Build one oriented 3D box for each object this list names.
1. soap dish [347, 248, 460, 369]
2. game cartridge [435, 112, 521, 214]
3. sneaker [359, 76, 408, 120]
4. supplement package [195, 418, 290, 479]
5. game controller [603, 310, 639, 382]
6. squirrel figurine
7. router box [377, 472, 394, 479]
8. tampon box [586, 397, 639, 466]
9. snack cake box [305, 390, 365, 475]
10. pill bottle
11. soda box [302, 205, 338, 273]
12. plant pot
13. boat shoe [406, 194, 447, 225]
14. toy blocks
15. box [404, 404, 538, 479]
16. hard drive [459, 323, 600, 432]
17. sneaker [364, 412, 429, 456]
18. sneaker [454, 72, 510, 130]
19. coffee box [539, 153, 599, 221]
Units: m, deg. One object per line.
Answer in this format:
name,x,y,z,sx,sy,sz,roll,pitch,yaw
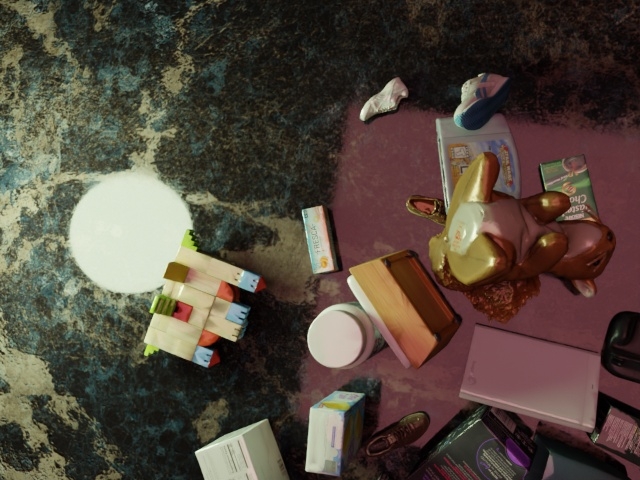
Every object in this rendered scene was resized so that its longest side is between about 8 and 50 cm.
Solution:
soap dish,0.217,0.159,1.610,0.118,0.229,0.291,-39,77,28
game cartridge,0.411,-0.181,1.650,0.198,0.062,0.297,-6,80,5
sneaker,0.174,-0.376,1.751,0.152,0.054,0.061,-40,80,9
supplement package,-0.189,0.640,1.703,0.145,0.204,0.261,-23,81,12
game controller,0.854,0.281,1.533,0.319,0.067,0.166,15,76,15
squirrel figurine,0.477,0.027,1.527,0.370,0.397,0.281,8,58,-16
router box,0.166,0.727,1.685,0.133,0.046,0.179,35,96,14
tampon box,0.734,0.462,1.513,0.161,0.120,0.101,25,92,15
snack cake box,0.043,0.479,1.620,0.089,0.264,0.152,3,87,15
pill bottle,0.069,0.238,1.619,0.160,0.283,0.160,-1,87,15
soda box,0.000,0.000,1.770,0.063,0.058,0.183,-12,83,14
plant pot,0.619,0.593,1.518,0.234,0.165,0.165,17,91,8
boat shoe,0.311,-0.078,1.691,0.178,0.060,0.064,17,91,15
toy blocks,-0.312,0.193,1.796,0.261,0.191,0.381,21,92,4
box,0.367,0.546,1.563,0.165,0.143,0.270,47,114,13
hard drive,0.513,0.330,1.568,0.308,0.040,0.203,13,53,15
sneaker,0.200,0.518,1.676,0.188,0.071,0.066,-34,79,11
sneaker,0.394,-0.354,1.632,0.092,0.229,0.087,25,138,30
coffee box,0.629,-0.116,1.619,0.113,0.040,0.184,-11,84,14
